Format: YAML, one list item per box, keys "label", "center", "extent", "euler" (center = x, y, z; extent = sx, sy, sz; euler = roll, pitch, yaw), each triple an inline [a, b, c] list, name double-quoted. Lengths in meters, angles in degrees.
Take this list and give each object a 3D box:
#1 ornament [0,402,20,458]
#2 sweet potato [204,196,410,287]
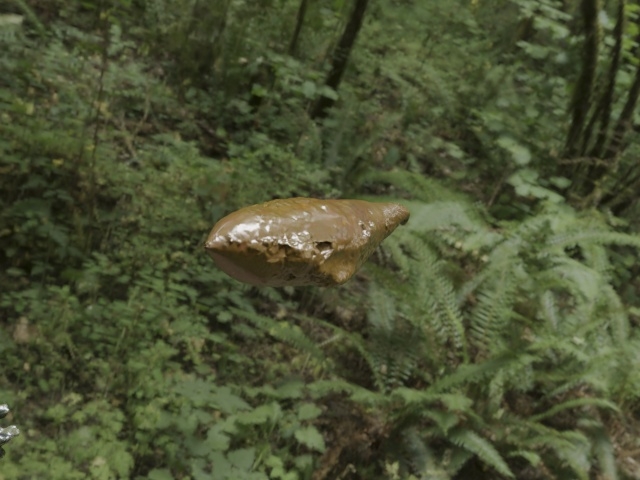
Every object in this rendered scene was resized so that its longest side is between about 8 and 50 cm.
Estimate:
- label: "ornament"
  center: [-0.295, 0.166, 0.497]
  extent: [0.236, 0.202, 0.080]
  euler: [22, 0, 2]
- label: "sweet potato"
  center: [0.000, 0.000, 0.498]
  extent: [0.068, 0.060, 0.206]
  euler: [44, 31, 19]
